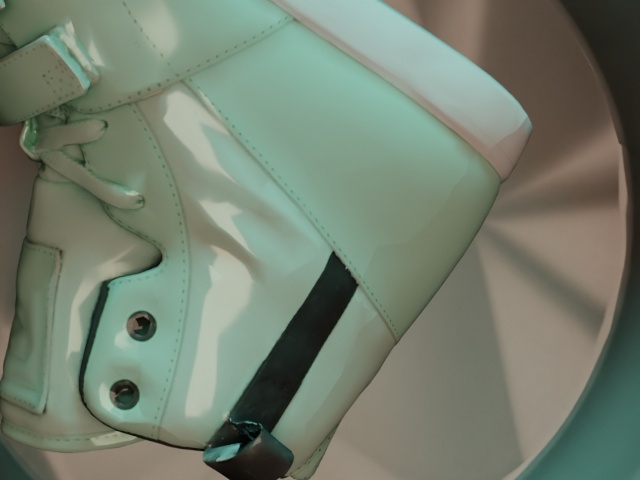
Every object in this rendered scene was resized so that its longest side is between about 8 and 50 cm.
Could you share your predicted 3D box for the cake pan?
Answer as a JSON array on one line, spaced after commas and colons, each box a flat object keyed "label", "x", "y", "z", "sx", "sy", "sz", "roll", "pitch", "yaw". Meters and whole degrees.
[{"label": "cake pan", "x": 0.000, "y": 0.000, "z": 0.472, "sx": 0.293, "sy": 0.054, "sz": 0.293, "roll": -2, "pitch": 98, "yaw": -13}]

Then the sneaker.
[{"label": "sneaker", "x": -0.076, "y": -0.028, "z": 0.369, "sx": 0.256, "sy": 0.094, "sz": 0.151, "roll": 30, "pitch": 83, "yaw": -17}]
